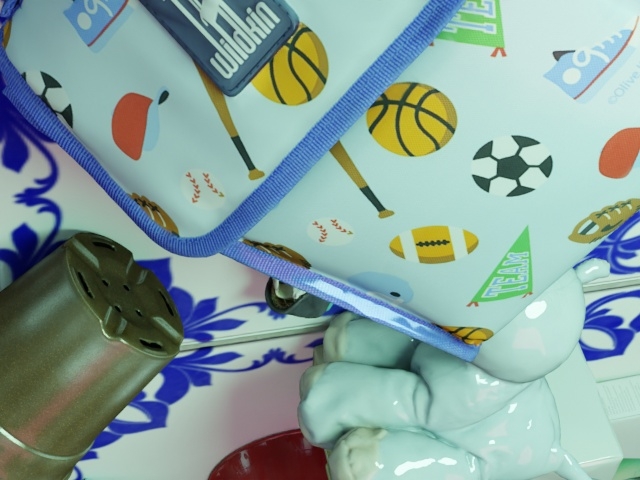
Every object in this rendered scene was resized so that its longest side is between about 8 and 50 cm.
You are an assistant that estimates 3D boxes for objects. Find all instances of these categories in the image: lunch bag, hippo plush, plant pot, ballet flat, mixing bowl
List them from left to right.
[{"bbox_3d":[-0.210,0.090,1.119,0.165,0.167,0.167,-41,139,20],"label":"plant pot"},{"bbox_3d":[-0.027,0.292,1.522,0.182,0.098,0.181,-10,145,-7],"label":"mixing bowl"},{"bbox_3d":[0.000,0.000,1.148,0.074,0.074,0.203,0,145,-22],"label":"ballet flat"},{"bbox_3d":[0.036,-0.132,0.842,0.385,0.239,0.328,26,130,-24],"label":"lunch bag"},{"bbox_3d":[0.116,0.105,1.181,0.234,0.294,0.236,-24,144,-29],"label":"hippo plush"}]

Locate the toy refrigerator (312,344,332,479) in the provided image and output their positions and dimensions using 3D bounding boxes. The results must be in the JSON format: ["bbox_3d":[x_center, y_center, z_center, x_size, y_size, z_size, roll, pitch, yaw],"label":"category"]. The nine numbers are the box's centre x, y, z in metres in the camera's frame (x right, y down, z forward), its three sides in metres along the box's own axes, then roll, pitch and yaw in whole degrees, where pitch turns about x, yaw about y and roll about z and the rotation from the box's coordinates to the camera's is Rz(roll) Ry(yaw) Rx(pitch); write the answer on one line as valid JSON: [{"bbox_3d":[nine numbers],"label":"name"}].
[{"bbox_3d":[0.058,0.231,1.317,0.094,0.269,0.102,-10,146,-10],"label":"toy refrigerator"}]

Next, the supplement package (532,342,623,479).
[{"bbox_3d":[0.177,0.229,1.444,0.175,0.177,0.293,-10,145,-8],"label":"supplement package"}]

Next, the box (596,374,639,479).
[{"bbox_3d":[0.402,0.229,1.644,0.322,0.058,0.232,-9,145,-10],"label":"box"}]

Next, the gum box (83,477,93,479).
[{"bbox_3d":[-0.214,0.347,1.515,0.184,0.041,0.157,26,117,-30],"label":"gum box"}]
